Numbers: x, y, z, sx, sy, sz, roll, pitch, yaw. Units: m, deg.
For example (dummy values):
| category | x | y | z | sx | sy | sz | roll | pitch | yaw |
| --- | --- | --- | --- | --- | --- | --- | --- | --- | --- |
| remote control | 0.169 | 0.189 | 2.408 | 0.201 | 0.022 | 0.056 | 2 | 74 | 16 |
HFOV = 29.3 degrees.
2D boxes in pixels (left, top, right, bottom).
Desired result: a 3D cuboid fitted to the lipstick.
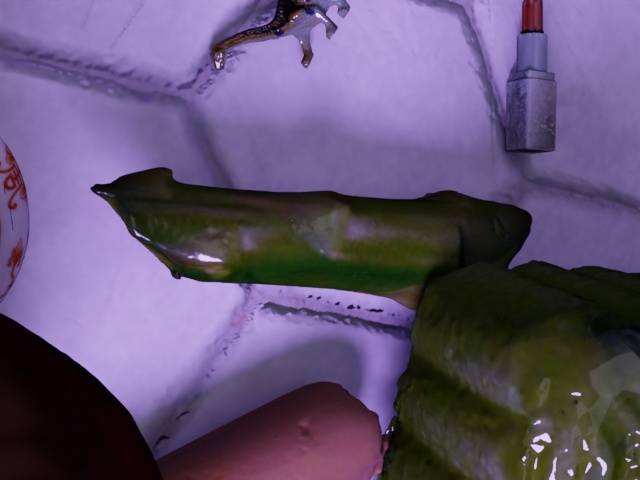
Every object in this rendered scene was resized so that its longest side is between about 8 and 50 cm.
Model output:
| category | x | y | z | sx | sy | sz | roll | pitch | yaw |
| --- | --- | --- | --- | --- | --- | --- | --- | --- | --- |
| lipstick | 0.167 | -0.134 | 0.968 | 0.030 | 0.030 | 0.129 | 3 | 88 | -27 |

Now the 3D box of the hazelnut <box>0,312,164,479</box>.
| category | x | y | z | sx | sy | sz | roll | pitch | yaw |
| --- | --- | --- | --- | --- | --- | --- | --- | --- | --- |
| hazelnut | -0.255 | 0.194 | 0.531 | 0.421 | 0.421 | 0.353 | -38 | 74 | -23 |

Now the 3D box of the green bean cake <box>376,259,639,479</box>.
| category | x | y | z | sx | sy | sz | roll | pitch | yaw |
| --- | --- | --- | --- | --- | --- | --- | --- | --- | --- |
| green bean cake | 0.213 | 0.193 | 0.859 | 0.319 | 0.218 | 0.335 | 1 | 101 | -25 |

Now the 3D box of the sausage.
| category | x | y | z | sx | sy | sz | roll | pitch | yaw |
| --- | --- | --- | --- | --- | --- | --- | --- | --- | --- |
| sausage | -0.083 | 0.178 | 0.800 | 0.289 | 0.086 | 0.086 | -25 | 101 | -25 |

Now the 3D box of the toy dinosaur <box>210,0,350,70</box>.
| category | x | y | z | sx | sy | sz | roll | pitch | yaw |
| --- | --- | --- | --- | --- | --- | --- | --- | --- | --- |
| toy dinosaur | 0.000 | -0.171 | 0.877 | 0.180 | 0.037 | 0.058 | -48 | 114 | -19 |

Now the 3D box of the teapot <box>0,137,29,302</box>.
| category | x | y | z | sx | sy | sz | roll | pitch | yaw |
| --- | --- | --- | --- | --- | --- | --- | --- | --- | --- |
| teapot | -0.251 | 0.003 | 0.698 | 0.159 | 0.116 | 0.245 | 1 | 106 | -38 |

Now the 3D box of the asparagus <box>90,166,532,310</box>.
| category | x | y | z | sx | sy | sz | roll | pitch | yaw |
| --- | --- | --- | --- | --- | --- | --- | --- | --- | --- |
| asparagus | -0.001 | -0.001 | 0.844 | 0.343 | 0.085 | 0.082 | 0 | 46 | -32 |
